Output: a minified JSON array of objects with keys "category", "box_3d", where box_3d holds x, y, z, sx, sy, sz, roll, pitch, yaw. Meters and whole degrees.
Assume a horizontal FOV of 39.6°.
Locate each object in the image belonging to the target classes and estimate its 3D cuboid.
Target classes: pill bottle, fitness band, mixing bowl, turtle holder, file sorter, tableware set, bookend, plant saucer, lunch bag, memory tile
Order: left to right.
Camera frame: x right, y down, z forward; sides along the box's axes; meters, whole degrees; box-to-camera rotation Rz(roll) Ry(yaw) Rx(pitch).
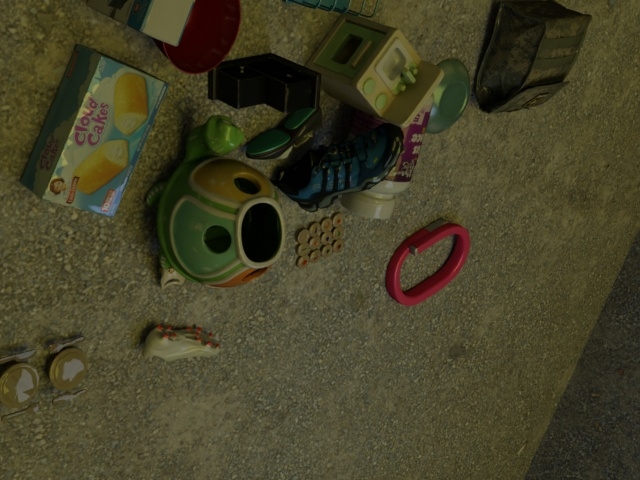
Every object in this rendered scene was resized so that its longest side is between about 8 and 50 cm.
[{"category":"tableware set","box_3d":[-0.540,0.260,1.714,0.194,0.039,0.128,-14,111,-47]},{"category":"mixing bowl","box_3d":[-0.237,-0.393,1.566,0.181,0.098,0.181,-31,134,-37]},{"category":"turtle holder","box_3d":[-0.175,-0.063,1.726,0.243,0.227,0.320,17,87,-42]},{"category":"bookend","box_3d":[-0.109,-0.297,1.718,0.157,0.156,0.072,-19,126,-36]},{"category":"memory tile","box_3d":[0.000,0.000,2.120,0.148,0.012,0.113,-24,129,-33]},{"category":"file sorter","box_3d":[0.032,-0.513,1.769,0.170,0.104,0.118,-6,118,-44]},{"category":"pill bottle","box_3d":[0.141,-0.209,2.015,0.169,0.169,0.301,-5,117,-44]},{"category":"fitness band","box_3d":[0.297,0.061,2.429,0.291,0.054,0.209,-29,132,-29]},{"category":"plant saucer","box_3d":[0.318,-0.352,2.210,0.195,0.037,0.195,-24,129,-33]},{"category":"lunch bag","box_3d":[0.535,-0.454,2.273,0.235,0.169,0.287,-16,132,-43]}]

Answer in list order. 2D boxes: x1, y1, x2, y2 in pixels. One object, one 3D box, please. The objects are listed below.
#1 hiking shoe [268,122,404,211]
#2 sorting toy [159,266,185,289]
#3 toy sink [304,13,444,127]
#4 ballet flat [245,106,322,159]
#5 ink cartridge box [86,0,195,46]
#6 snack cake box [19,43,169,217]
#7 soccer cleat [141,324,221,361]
[{"category":"hiking shoe","box_3d":[0.039,-0.158,1.889,0.304,0.113,0.132,-32,145,28]},{"category":"sorting toy","box_3d":[-0.303,0.066,1.835,0.083,0.045,0.075,-17,132,-40]},{"category":"toy sink","box_3d":[0.109,-0.357,1.843,0.153,0.234,0.131,-54,140,-4]},{"category":"ballet flat","box_3d":[-0.070,-0.214,1.877,0.203,0.074,0.074,-42,137,-23]},{"category":"ink cartridge box","box_3d":[-0.284,-0.412,1.443,0.082,0.190,0.140,13,104,-47]},{"category":"snack cake box","box_3d":[-0.393,-0.187,1.549,0.152,0.089,0.264,16,101,-50]},{"category":"soccer cleat","box_3d":[-0.301,0.228,1.922,0.196,0.068,0.076,16,117,-48]}]
